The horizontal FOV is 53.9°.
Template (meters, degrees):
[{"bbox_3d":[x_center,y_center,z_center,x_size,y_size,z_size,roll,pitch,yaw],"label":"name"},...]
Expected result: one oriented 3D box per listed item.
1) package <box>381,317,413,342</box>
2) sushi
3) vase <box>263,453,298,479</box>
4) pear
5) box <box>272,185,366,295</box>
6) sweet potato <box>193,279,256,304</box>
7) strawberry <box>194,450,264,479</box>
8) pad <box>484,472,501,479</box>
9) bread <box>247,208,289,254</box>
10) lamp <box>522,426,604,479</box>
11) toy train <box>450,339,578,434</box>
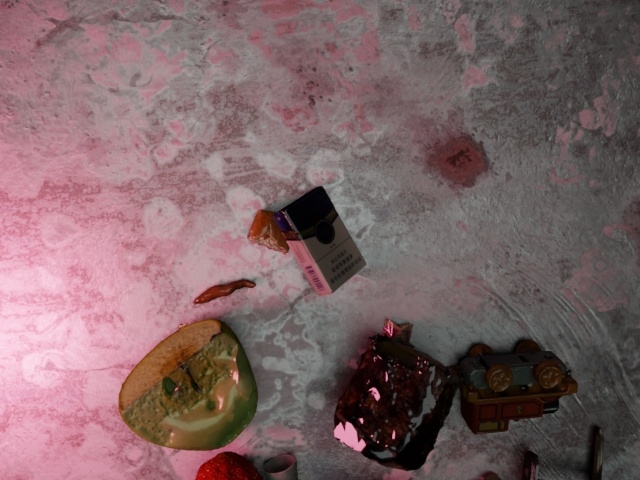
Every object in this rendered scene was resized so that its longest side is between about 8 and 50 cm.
[{"bbox_3d":[0.221,0.259,1.806,0.083,0.029,0.059,13,102,3],"label":"package"},{"bbox_3d":[0.206,0.425,1.684,0.281,0.299,0.294,22,90,11],"label":"sushi"},{"bbox_3d":[-0.089,0.732,1.790,0.096,0.096,0.219,-15,100,-5],"label":"vase"},{"bbox_3d":[-0.317,0.406,1.668,0.342,0.238,0.318,-38,111,-7],"label":"pear"},{"bbox_3d":[0.000,0.000,1.697,0.168,0.071,0.259,-37,102,-38],"label":"box"},{"bbox_3d":[-0.266,0.138,1.730,0.179,0.044,0.044,-19,98,-4],"label":"sweet potato"},{"bbox_3d":[-0.249,0.716,1.700,0.257,0.257,0.277,-13,76,-5],"label":"strawberry"},{"bbox_3d":[0.524,0.873,1.830,0.284,0.018,0.286,49,52,-9],"label":"pad"},{"bbox_3d":[-0.129,-0.026,1.708,0.125,0.082,0.106,19,91,-11],"label":"bread"},{"bbox_3d":[0.736,0.655,1.865,0.283,0.124,0.203,6,85,-10],"label":"lamp"},{"bbox_3d":[0.531,0.423,1.797,0.369,0.163,0.232,-3,109,-7],"label":"toy train"}]
